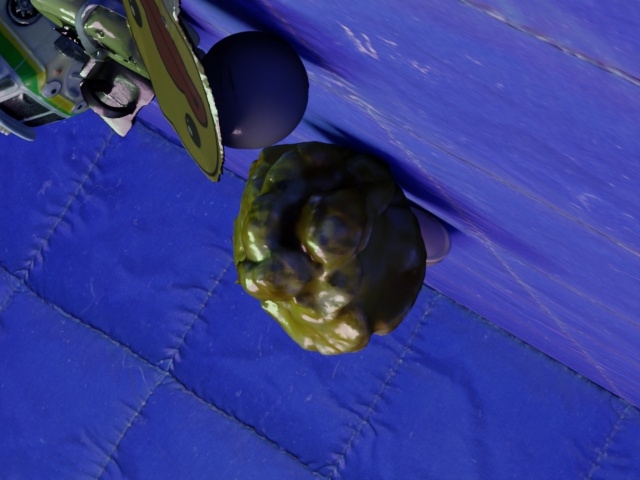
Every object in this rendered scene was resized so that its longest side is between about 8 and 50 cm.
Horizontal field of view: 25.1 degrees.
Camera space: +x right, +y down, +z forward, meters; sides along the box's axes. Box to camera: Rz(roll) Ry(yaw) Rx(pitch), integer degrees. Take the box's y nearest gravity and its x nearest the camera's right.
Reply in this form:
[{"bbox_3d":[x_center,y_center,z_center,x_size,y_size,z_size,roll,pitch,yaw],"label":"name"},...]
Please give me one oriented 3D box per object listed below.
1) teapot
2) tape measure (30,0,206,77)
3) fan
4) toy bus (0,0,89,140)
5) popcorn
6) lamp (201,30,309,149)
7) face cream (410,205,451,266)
[{"bbox_3d":[-0.212,-0.193,1.565,0.096,0.087,0.177,37,-140,-9],"label":"teapot"},{"bbox_3d":[-0.214,-0.228,1.435,0.154,0.087,0.177,31,175,20],"label":"tape measure"},{"bbox_3d":[-0.127,-0.170,1.194,0.229,0.011,0.335,63,165,12],"label":"fan"},{"bbox_3d":[-0.372,-0.245,1.665,0.276,0.165,0.134,49,-174,23],"label":"toy bus"},{"bbox_3d":[0.002,-0.006,1.696,0.276,0.225,0.276,42,174,6],"label":"popcorn"},{"bbox_3d":[-0.061,-0.130,1.258,0.105,0.105,0.105,32,178,1],"label":"lamp"},{"bbox_3d":[0.121,-0.002,2.005,0.107,0.073,0.269,27,178,1],"label":"face cream"}]
